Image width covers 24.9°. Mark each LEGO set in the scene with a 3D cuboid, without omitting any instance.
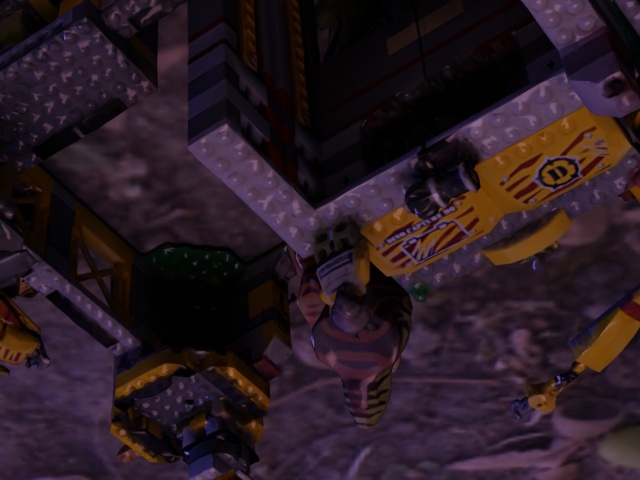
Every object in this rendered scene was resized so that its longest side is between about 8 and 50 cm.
[{"bbox_3d":[0.000,0.000,0.447,0.331,0.192,0.255,-22,131,15],"label":"LEGO set"}]
